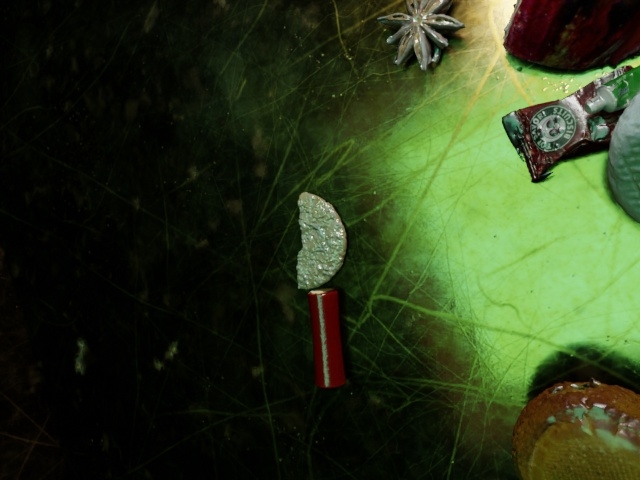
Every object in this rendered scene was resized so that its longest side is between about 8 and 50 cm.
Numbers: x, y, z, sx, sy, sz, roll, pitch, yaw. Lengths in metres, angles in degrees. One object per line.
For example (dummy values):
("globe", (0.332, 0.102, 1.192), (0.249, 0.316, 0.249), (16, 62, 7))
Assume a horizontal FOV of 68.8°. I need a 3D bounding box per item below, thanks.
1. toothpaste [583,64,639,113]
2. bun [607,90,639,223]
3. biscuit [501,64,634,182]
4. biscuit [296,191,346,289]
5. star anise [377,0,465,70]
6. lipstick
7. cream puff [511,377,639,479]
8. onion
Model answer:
("toothpaste", (0.578, -0.284, 0.805), (0.248, 0.047, 0.078), (-27, 78, 7))
("bun", (0.618, -0.133, 0.678), (0.362, 0.362, 0.211), (29, 71, 25))
("biscuit", (0.481, -0.215, 0.881), (0.235, 0.063, 0.151), (-21, 74, 32))
("biscuit", (0.003, 0.004, 1.176), (0.133, 0.032, 0.250), (3, 94, 28))
("star anise", (0.220, -0.470, 1.012), (0.195, 0.065, 0.182), (-42, 69, 29))
("lipstick", (0.015, 0.241, 1.156), (0.080, 0.080, 0.241), (-6, 90, 29))
("cream puff", (0.494, 0.387, 0.827), (0.303, 0.212, 0.303), (8, 106, 31))
("onion", (0.491, -0.473, 0.816), (0.280, 0.146, 0.314), (18, 97, 23))
